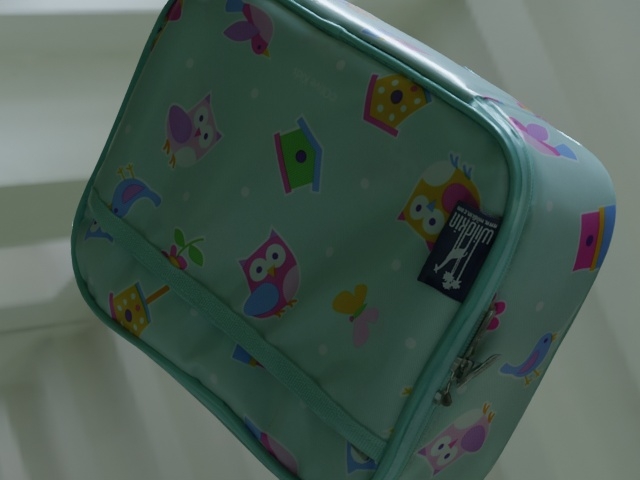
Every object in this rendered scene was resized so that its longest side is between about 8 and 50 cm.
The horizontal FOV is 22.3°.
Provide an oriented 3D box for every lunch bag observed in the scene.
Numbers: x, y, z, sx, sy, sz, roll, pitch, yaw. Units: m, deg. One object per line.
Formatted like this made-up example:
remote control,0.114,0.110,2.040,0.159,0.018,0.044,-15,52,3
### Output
lunch bag,0.000,0.000,0.833,0.279,0.108,0.224,37,-74,37
